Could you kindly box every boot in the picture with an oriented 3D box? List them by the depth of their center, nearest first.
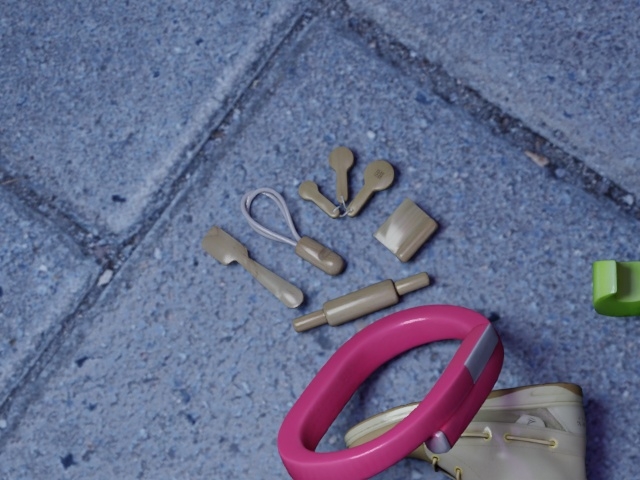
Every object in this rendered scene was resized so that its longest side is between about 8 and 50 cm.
[{"bbox_3d":[0.163,0.268,1.916,0.262,0.095,0.203,-10,76,6],"label":"boot"}]

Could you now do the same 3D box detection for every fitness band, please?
[{"bbox_3d":[0.076,0.160,1.885,0.209,0.291,0.054,-10,117,39],"label":"fitness band"}]

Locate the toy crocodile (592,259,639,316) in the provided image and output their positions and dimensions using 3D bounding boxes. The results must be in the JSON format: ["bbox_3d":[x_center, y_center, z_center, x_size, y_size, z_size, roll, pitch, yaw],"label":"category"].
[{"bbox_3d":[0.454,0.066,1.898,0.340,0.105,0.115,12,79,14],"label":"toy crocodile"}]

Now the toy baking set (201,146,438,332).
[{"bbox_3d":[0.004,0.006,2.049,0.256,0.030,0.197,-25,70,4],"label":"toy baking set"}]
